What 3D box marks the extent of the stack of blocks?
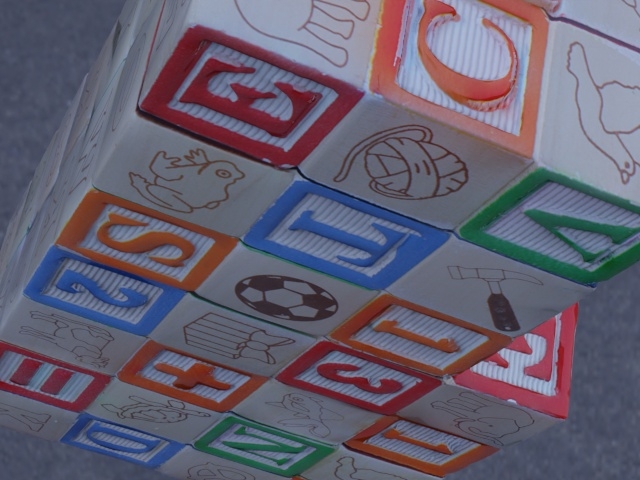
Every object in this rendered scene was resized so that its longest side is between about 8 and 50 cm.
[{"bbox_3d":[0.000,0.000,0.465,0.171,0.297,0.087,19,62,-15],"label":"stack of blocks"}]
